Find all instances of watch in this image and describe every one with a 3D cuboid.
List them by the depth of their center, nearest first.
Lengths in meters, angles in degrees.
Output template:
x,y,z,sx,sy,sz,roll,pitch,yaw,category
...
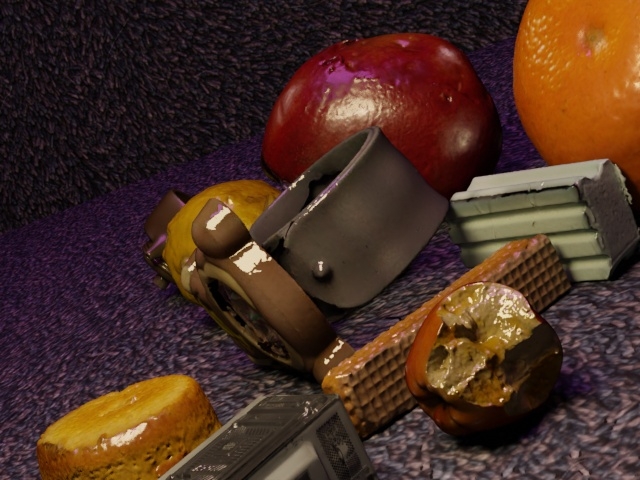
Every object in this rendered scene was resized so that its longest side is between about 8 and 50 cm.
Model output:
x,y,z,sx,sy,sz,roll,pitch,yaw,category
0.000,0.000,1.833,0.327,0.314,0.335,-45,9,-18,watch

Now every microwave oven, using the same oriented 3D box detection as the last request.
x,y,z,sx,sy,sz,roll,pitch,yaw,category
-0.066,0.266,1.412,0.162,0.122,0.208,-10,21,48,microwave oven

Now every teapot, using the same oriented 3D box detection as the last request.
x,y,z,sx,sy,sz,roll,pitch,yaw,category
-0.261,0.019,2.538,0.175,0.185,0.267,-52,-20,6,teapot

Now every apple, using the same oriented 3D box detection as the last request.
x,y,z,sx,sy,sz,roll,pitch,yaw,category
0.173,0.134,1.438,0.158,0.156,0.147,-38,0,-10,apple

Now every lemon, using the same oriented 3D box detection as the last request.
x,y,z,sx,sy,sz,roll,pitch,yaw,category
-0.139,0.009,2.230,0.233,0.234,0.288,-13,13,39,lemon

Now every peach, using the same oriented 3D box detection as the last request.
x,y,z,sx,sy,sz,roll,pitch,yaw,category
0.097,-0.187,2.303,0.416,0.353,0.339,-27,12,7,peach

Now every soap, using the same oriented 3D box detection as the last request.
x,y,z,sx,sy,sz,roll,pitch,yaw,category
0.301,-0.021,1.772,0.261,0.150,0.094,-6,27,49,soap

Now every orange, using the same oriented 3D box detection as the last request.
x,y,z,sx,sy,sz,roll,pitch,yaw,category
0.473,-0.243,1.808,0.326,0.424,0.424,9,-8,-37,orange

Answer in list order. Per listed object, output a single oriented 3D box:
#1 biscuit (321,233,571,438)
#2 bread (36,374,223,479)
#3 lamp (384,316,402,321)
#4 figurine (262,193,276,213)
x,y,z,sx,sy,sz,roll,pitch,yaw,category
0.160,0.115,1.637,0.378,0.094,0.054,-33,17,-28,biscuit
-0.231,0.269,1.632,0.268,0.146,0.268,-20,12,5,bread
0.145,0.115,1.786,0.121,0.041,0.054,-9,13,39,lamp
0.012,0.001,2.065,0.215,0.228,0.215,-57,-6,-9,figurine
